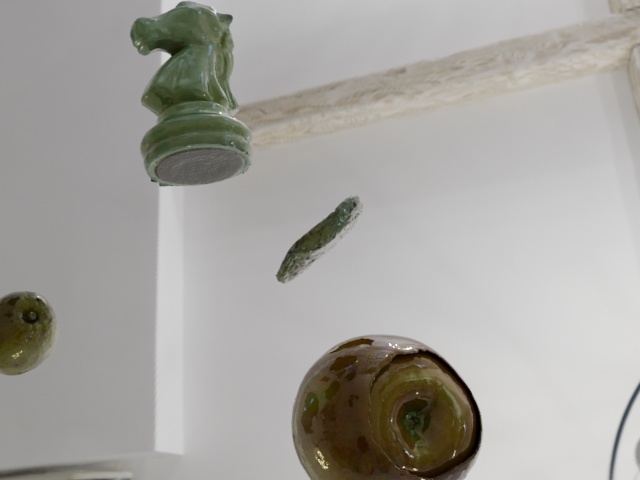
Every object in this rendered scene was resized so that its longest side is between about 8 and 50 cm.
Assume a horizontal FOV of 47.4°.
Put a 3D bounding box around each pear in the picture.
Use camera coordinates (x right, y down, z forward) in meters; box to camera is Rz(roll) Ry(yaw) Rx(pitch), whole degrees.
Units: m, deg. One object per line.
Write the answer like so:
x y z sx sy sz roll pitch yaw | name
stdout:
-0.410 0.126 0.990 0.131 0.107 0.107 -49 -126 46 | pear

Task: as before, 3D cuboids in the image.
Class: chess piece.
-0.205 -0.246 1.141 0.175 0.176 0.299 -13 -107 15 | chess piece

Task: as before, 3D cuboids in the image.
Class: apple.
0.081 0.225 0.895 0.236 0.207 0.237 2 -99 -16 | apple

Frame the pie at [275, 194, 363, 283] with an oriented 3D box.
0.000 0.000 1.166 0.187 0.187 0.041 -44 -94 0 | pie
